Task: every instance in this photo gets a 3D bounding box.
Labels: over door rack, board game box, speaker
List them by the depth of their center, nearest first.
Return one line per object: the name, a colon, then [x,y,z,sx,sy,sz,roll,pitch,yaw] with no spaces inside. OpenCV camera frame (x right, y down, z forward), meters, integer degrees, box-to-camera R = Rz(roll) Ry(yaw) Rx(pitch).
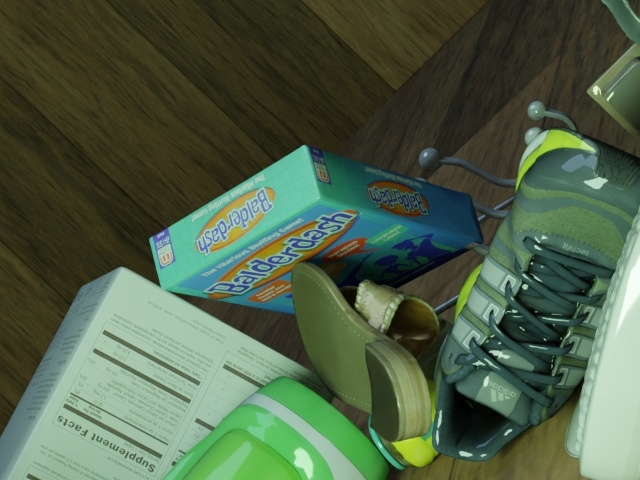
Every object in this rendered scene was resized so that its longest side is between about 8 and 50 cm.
speaker: [-0.085,0.240,1.370,0.296,0.131,0.131,-48,7,-15]
board game box: [0.000,0.000,1.475,0.160,0.047,0.210,-30,-26,32]
over door rack: [0.087,0.016,1.690,0.324,0.108,0.239,-45,6,18]

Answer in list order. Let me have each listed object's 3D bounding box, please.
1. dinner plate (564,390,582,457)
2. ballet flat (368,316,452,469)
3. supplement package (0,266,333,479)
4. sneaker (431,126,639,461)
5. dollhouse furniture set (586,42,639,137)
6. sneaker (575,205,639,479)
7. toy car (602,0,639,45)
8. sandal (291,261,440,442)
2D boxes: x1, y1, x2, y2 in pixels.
dinner plate: [0.190,0.071,1.141,0.141,0.017,0.141,-47,7,7]
ballet flat: [0.074,0.098,1.454,0.077,0.077,0.231,-41,15,11]
supplement package: [-0.150,0.187,1.529,0.262,0.198,0.199,-63,11,-12]
sneaker: [0.136,0.043,1.157,0.300,0.111,0.121,104,-170,-59]
dollhouse furniture set: [0.228,-0.244,1.288,0.303,0.355,0.174,-46,6,13]
sneaker: [0.243,-0.024,0.957,0.135,0.150,0.366,-45,-23,-71]
toy car: [0.243,-0.104,1.098,0.149,0.188,0.155,-51,9,-34]
sandal: [0.051,0.075,1.360,0.079,0.088,0.240,-9,20,-15]
